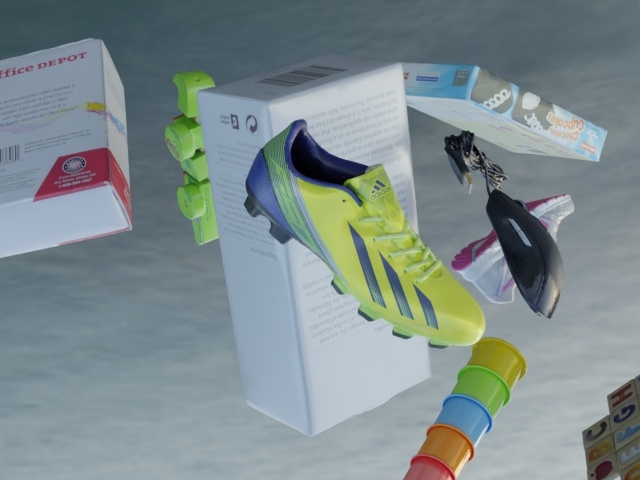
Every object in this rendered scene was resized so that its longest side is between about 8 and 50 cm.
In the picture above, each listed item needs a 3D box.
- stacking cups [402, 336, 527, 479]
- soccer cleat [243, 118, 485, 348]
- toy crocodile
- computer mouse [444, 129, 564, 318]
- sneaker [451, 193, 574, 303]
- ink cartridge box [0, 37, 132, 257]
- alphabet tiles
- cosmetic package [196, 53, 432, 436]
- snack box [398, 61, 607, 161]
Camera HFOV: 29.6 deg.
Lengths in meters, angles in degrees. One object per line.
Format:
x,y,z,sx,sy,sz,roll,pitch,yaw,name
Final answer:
0.213,0.279,1.812,0.096,0.316,0.096,18,134,20,stacking cups
0.053,-0.006,1.197,0.121,0.289,0.093,-56,170,25,soccer cleat
-0.216,-0.143,2.198,0.115,0.105,0.341,-26,130,-26,toy crocodile
0.247,-0.034,1.575,0.060,0.262,0.184,-30,146,20,computer mouse
0.327,0.015,1.967,0.252,0.111,0.103,-37,-169,-24,sneaker
-0.420,-0.146,1.890,0.226,0.306,0.131,-12,142,4,ink cartridge box
0.550,0.256,1.889,0.342,0.285,0.011,-39,103,22,alphabet tiles
0.000,0.000,1.617,0.230,0.453,0.161,-21,-157,-35,cosmetic package
0.280,-0.202,1.916,0.322,0.060,0.187,18,177,-39,snack box
